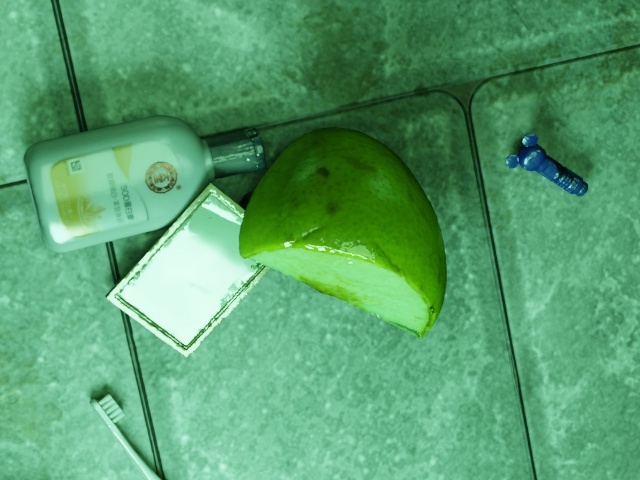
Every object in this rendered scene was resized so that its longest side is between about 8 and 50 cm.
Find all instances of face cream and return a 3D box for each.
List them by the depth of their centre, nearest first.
[{"bbox_3d":[-0.212,-0.080,1.872,0.291,0.071,0.144,-13,106,-14],"label":"face cream"}]

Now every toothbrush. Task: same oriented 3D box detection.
[{"bbox_3d":[-0.189,0.334,1.950,0.030,0.025,0.342,-36,103,-11],"label":"toothbrush"}]

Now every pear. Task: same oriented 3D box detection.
[{"bbox_3d":[0.065,-0.043,1.886,0.288,0.139,0.239,25,53,-22],"label":"pear"}]

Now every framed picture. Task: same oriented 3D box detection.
[{"bbox_3d":[-0.152,0.039,1.896,0.136,0.010,0.201,39,103,-21],"label":"framed picture"}]

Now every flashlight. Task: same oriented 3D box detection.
[{"bbox_3d":[0.307,-0.098,2.034,0.121,0.035,0.057,29,112,-20],"label":"flashlight"}]

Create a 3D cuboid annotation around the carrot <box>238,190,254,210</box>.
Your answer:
[{"bbox_3d":[-0.001,0.000,1.942,0.228,0.069,0.069,26,89,-18],"label":"carrot"}]
